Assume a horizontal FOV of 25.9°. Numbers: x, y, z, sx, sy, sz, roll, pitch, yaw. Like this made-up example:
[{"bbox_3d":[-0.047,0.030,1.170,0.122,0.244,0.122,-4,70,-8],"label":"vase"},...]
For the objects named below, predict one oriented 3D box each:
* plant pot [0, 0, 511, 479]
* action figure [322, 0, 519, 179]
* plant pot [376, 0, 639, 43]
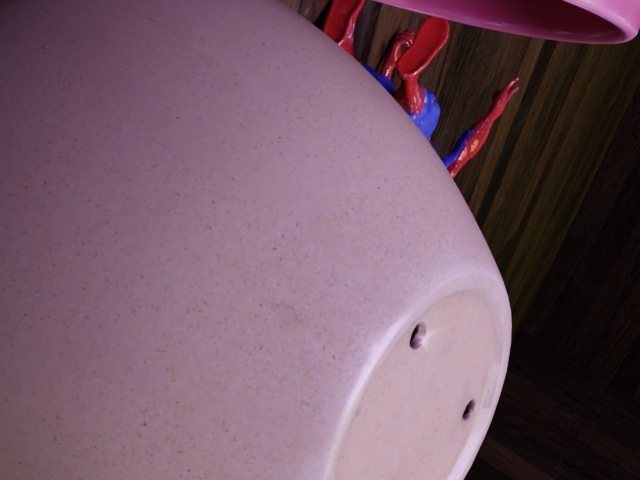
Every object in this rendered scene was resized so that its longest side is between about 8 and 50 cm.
[{"bbox_3d":[-0.036,0.039,0.578,0.284,0.191,0.284,-35,138,-40],"label":"plant pot"},{"bbox_3d":[0.075,-0.115,1.003,0.139,0.091,0.280,-59,164,-16],"label":"action figure"},{"bbox_3d":[0.066,-0.198,0.613,0.201,0.201,0.180,2,104,-75],"label":"plant pot"}]
